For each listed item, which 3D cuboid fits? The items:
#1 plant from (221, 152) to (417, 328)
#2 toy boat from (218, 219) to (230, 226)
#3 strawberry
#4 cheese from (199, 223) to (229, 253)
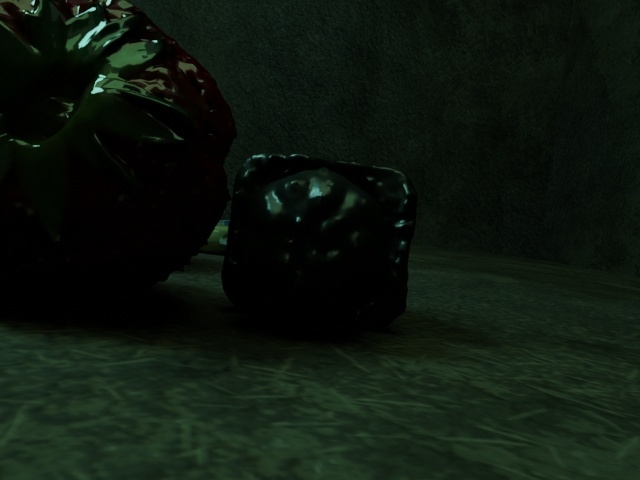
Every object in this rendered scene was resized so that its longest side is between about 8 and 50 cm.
[{"bbox_3d":[0.000,0.000,0.582,0.164,0.142,0.256,9,-1,3],"label":"plant"},{"bbox_3d":[-0.182,-0.016,1.309,0.137,0.060,0.061,0,28,-44],"label":"toy boat"},{"bbox_3d":[-0.191,-0.068,0.542,0.238,0.250,0.288,6,-14,-7],"label":"strawberry"},{"bbox_3d":[-0.175,-0.002,1.118,0.255,0.050,0.127,9,3,39],"label":"cheese"}]
